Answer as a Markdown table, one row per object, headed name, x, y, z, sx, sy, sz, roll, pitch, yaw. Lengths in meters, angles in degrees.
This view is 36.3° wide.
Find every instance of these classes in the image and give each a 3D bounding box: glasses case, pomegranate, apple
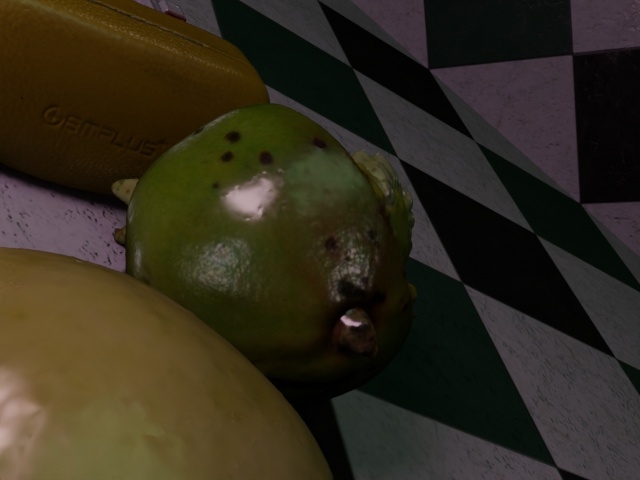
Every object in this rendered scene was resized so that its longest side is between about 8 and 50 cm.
| name | x | y | z | sx | sy | sz | roll | pitch | yaw |
| --- | --- | --- | --- | --- | --- | --- | --- | --- | --- |
| glasses case | -0.222 | -0.143 | 0.946 | 0.371 | 0.173 | 0.141 | 15 | 31 | -39 |
| pomegranate | -0.065 | 0.010 | 0.844 | 0.341 | 0.260 | 0.261 | 15 | 1 | 44 |
| apple | -0.133 | 0.154 | 0.397 | 0.292 | 0.292 | 0.254 | 40 | 46 | 3 |

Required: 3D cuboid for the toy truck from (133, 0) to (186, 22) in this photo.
| name | x | y | z | sx | sy | sz | roll | pitch | yaw |
| --- | --- | --- | --- | --- | --- | --- | --- | --- | --- |
| toy truck | -0.284 | -0.227 | 1.032 | 0.268 | 0.155 | 0.124 | 18 | 31 | -40 |
